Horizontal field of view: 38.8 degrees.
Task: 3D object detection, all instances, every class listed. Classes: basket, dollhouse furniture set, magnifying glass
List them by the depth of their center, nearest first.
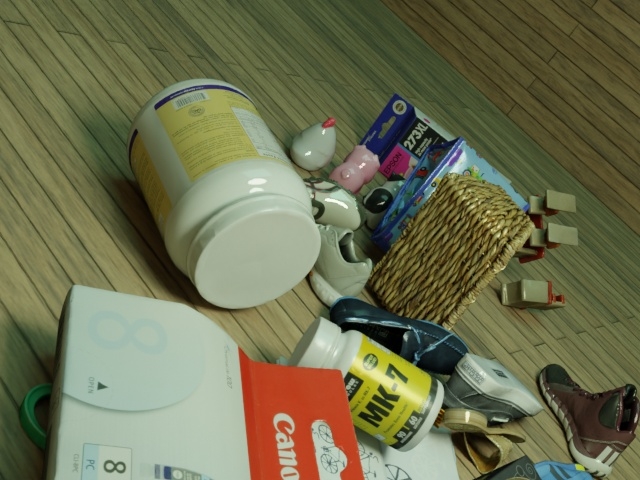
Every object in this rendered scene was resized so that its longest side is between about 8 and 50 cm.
[{"bbox_3d":[-0.245,0.246,1.042,0.231,0.026,0.092,39,25,4],"label":"magnifying glass"},{"bbox_3d":[0.274,0.060,1.696,0.213,0.299,0.223,13,31,-43],"label":"basket"},{"bbox_3d":[0.486,0.026,2.101,0.135,0.262,0.259,8,75,-29],"label":"dollhouse furniture set"}]

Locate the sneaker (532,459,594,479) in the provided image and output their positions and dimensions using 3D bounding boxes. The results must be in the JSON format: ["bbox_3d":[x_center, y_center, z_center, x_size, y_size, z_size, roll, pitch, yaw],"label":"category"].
[{"bbox_3d":[0.393,0.416,1.502,0.209,0.069,0.082,14,37,-39],"label":"sneaker"}]

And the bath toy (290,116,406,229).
[{"bbox_3d":[0.093,-0.145,2.020,0.348,0.129,0.151,39,23,8],"label":"bath toy"}]

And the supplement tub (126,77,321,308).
[{"bbox_3d":[-0.157,-0.078,1.457,0.241,0.241,0.331,13,34,-40],"label":"supplement tub"}]

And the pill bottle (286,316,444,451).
[{"bbox_3d":[0.061,0.204,1.309,0.208,0.119,0.119,31,26,-8],"label":"pill bottle"}]

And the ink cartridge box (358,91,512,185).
[{"bbox_3d":[0.276,-0.186,2.264,0.371,0.175,0.069,40,26,8],"label":"ink cartridge box"}]

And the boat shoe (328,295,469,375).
[{"bbox_3d":[0.132,0.184,1.555,0.258,0.109,0.089,16,21,-5],"label":"boat shoe"}]

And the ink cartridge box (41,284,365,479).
[{"bbox_3d":[-0.115,0.214,1.050,0.385,0.091,0.308,10,38,-19],"label":"ink cartridge box"}]

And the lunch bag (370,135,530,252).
[{"bbox_3d":[0.259,-0.030,1.895,0.221,0.293,0.138,42,-18,-16],"label":"lunch bag"}]

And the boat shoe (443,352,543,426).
[{"bbox_3d":[0.296,0.277,1.587,0.108,0.102,0.301,48,12,32],"label":"boat shoe"}]

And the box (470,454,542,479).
[{"bbox_3d":[0.189,0.401,1.127,0.270,0.143,0.165,-10,68,-52],"label":"box"}]

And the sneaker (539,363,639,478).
[{"bbox_3d":[0.535,0.307,1.754,0.106,0.162,0.281,23,28,-25],"label":"sneaker"}]

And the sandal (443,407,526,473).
[{"bbox_3d":[0.262,0.337,1.477,0.240,0.088,0.079,35,57,-50],"label":"sandal"}]

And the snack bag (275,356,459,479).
[{"bbox_3d":[0.088,0.331,1.302,0.342,0.037,0.323,27,26,-20],"label":"snack bag"}]

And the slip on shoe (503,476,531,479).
[{"bbox_3d":[0.234,0.309,1.098,0.135,0.041,0.051,11,49,-43],"label":"slip on shoe"}]

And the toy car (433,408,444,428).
[{"bbox_3d":[0.169,0.257,1.491,0.122,0.040,0.060,36,10,34],"label":"toy car"}]

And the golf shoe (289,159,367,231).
[{"bbox_3d":[-0.042,-0.077,1.796,0.273,0.105,0.120,28,41,-4],"label":"golf shoe"}]

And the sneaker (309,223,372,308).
[{"bbox_3d":[0.000,0.000,1.661,0.262,0.121,0.099,47,26,21],"label":"sneaker"}]
